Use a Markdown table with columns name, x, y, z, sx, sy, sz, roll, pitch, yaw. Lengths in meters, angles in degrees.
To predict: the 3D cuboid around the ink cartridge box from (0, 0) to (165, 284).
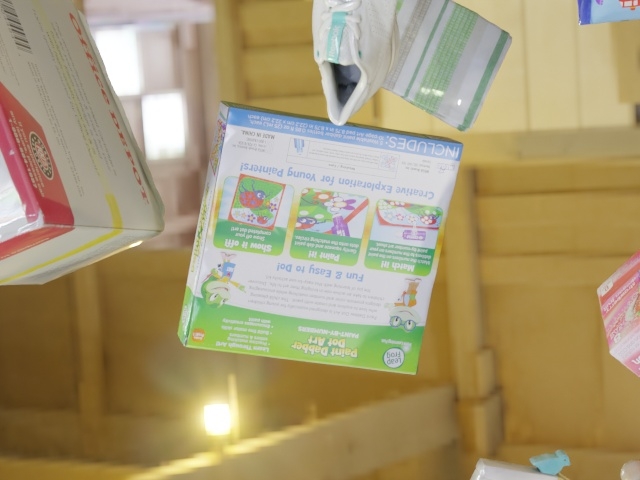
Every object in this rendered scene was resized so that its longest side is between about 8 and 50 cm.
| name | x | y | z | sx | sy | sz | roll | pitch | yaw |
| --- | --- | --- | --- | --- | --- | --- | --- | --- | --- |
| ink cartridge box | -0.310 | -0.107 | 1.544 | 0.160 | 0.279 | 0.384 | -23 | 175 | 9 |

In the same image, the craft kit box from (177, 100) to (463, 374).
| name | x | y | z | sx | sy | sz | roll | pitch | yaw |
| --- | --- | --- | --- | --- | --- | --- | --- | --- | --- |
| craft kit box | 0.000 | 0.000 | 1.653 | 0.250 | 0.247 | 0.061 | 9 | -172 | -16 |

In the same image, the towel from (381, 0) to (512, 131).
| name | x | y | z | sx | sy | sz | roll | pitch | yaw |
| --- | --- | --- | --- | --- | --- | --- | --- | --- | --- |
| towel | 0.106 | -0.190 | 1.642 | 0.152 | 0.113 | 0.023 | 26 | 175 | -15 |

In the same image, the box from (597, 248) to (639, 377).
| name | x | y | z | sx | sy | sz | roll | pitch | yaw |
| --- | --- | --- | --- | --- | --- | --- | --- | --- | --- |
| box | 0.446 | 0.027 | 1.706 | 0.300 | 0.142 | 0.154 | -47 | -167 | 20 |

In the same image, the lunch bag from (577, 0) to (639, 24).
| name | x | y | z | sx | sy | sz | roll | pitch | yaw |
| --- | --- | --- | --- | --- | --- | --- | --- | --- | --- |
| lunch bag | 0.365 | -0.367 | 1.647 | 0.221 | 0.138 | 0.293 | -5 | 146 | 3 |

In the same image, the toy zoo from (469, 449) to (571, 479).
| name | x | y | z | sx | sy | sz | roll | pitch | yaw |
| --- | --- | --- | --- | --- | --- | --- | --- | --- | --- |
| toy zoo | 0.246 | 0.396 | 2.056 | 0.192 | 0.293 | 0.030 | 22 | -169 | -11 |

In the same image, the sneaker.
| name | x | y | z | sx | sy | sz | roll | pitch | yaw |
| --- | --- | --- | --- | --- | --- | --- | --- | --- | --- |
| sneaker | 0.023 | -0.181 | 1.273 | 0.080 | 0.212 | 0.094 | 11 | -131 | 18 |

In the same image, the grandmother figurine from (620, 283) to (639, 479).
| name | x | y | z | sx | sy | sz | roll | pitch | yaw |
| --- | --- | --- | --- | --- | --- | --- | --- | --- | --- |
| grandmother figurine | 0.334 | 0.184 | 1.388 | 0.104 | 0.342 | 0.208 | 15 | 147 | -26 |
